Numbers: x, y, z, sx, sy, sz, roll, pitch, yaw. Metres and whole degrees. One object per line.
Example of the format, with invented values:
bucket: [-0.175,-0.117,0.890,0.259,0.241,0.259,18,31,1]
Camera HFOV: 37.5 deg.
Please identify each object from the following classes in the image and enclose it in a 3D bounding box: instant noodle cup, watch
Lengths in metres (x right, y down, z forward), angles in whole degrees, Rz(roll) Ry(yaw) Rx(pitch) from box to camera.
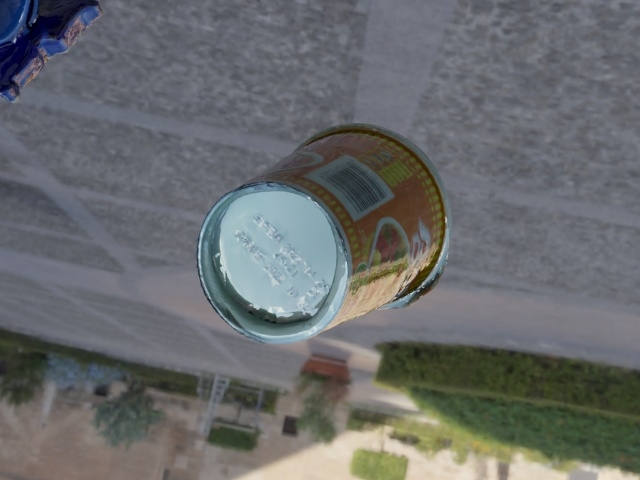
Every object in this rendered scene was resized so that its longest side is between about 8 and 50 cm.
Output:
instant noodle cup: [0.000,0.000,0.717,0.168,0.169,0.185,8,-166,21]
watch: [-0.420,-0.294,1.152,0.171,0.196,0.200,34,170,28]
